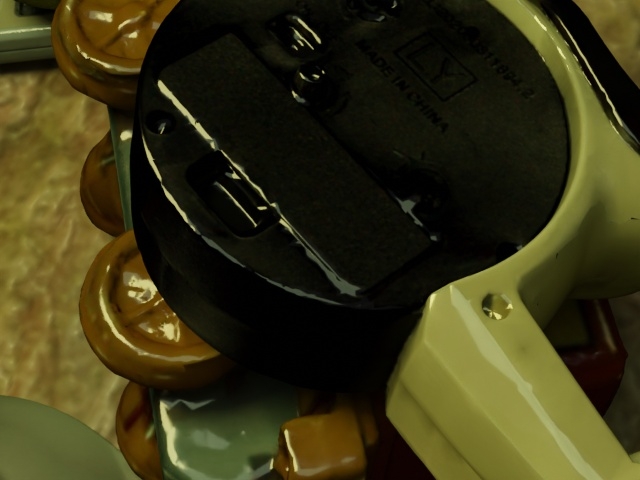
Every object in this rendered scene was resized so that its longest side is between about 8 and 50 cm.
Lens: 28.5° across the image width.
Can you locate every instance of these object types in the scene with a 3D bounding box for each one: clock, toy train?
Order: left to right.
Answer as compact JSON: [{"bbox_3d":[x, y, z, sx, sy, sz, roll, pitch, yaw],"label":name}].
[{"bbox_3d":[0.000,0.000,0.606,0.232,0.163,0.369,-8,61,-10],"label":"toy train"},{"bbox_3d":[0.107,0.011,0.473,0.276,0.120,0.379,-37,74,-27],"label":"clock"}]

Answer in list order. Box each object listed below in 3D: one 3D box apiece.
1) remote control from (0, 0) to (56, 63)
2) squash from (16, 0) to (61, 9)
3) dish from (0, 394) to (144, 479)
[{"bbox_3d":[-0.212,-0.146,0.775,0.244,0.047,0.087,-4,59,7],"label":"remote control"},{"bbox_3d":[-0.131,-0.200,0.677,0.187,0.123,0.123,-42,54,37],"label":"squash"},{"bbox_3d":[-0.187,0.144,0.603,0.224,0.078,0.246,-24,62,-3],"label":"dish"}]
